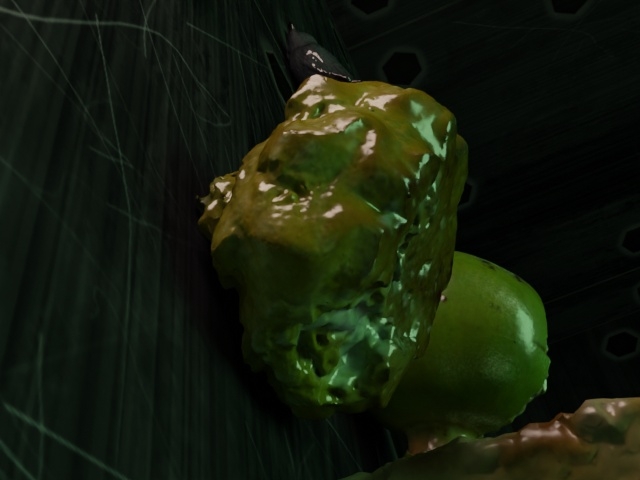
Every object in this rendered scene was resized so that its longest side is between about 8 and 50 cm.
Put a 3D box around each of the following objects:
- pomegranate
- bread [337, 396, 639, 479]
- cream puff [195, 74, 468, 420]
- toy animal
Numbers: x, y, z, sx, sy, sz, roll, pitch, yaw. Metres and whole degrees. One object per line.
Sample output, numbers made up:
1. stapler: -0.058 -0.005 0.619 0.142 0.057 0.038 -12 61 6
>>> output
1. pomegranate: 0.132 0.158 1.023 0.236 0.236 0.302 54 42 -56
2. bread: 0.240 0.305 0.750 0.390 0.371 0.279 46 28 -57
3. cream puff: -0.001 0.001 0.754 0.282 0.185 0.282 -53 154 -41
4. toy animal: 0.009 -0.272 1.542 0.121 0.117 0.210 30 40 -64
